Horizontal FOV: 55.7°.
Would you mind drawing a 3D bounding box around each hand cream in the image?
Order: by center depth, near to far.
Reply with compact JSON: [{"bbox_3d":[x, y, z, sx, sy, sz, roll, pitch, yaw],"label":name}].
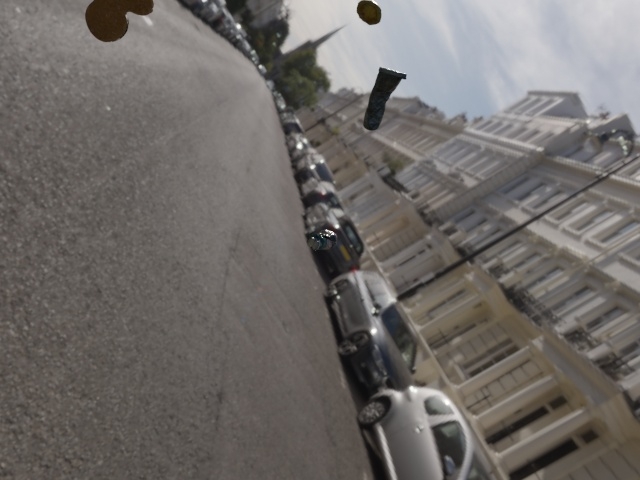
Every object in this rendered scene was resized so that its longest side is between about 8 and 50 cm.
[{"bbox_3d":[0.173,-0.396,1.736,0.248,0.075,0.052,115,-38,-62],"label":"hand cream"}]

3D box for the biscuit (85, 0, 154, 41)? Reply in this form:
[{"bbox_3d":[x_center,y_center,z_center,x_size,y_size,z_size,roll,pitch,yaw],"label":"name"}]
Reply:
[{"bbox_3d":[-0.581,-0.740,1.749,0.216,0.339,0.047,16,25,-20],"label":"biscuit"}]

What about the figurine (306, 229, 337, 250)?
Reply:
[{"bbox_3d":[0.000,0.000,1.476,0.106,0.060,0.047,-15,115,-64],"label":"figurine"}]

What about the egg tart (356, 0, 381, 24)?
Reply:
[{"bbox_3d":[0.178,-0.821,2.165,0.105,0.039,0.105,28,-27,16],"label":"egg tart"}]
